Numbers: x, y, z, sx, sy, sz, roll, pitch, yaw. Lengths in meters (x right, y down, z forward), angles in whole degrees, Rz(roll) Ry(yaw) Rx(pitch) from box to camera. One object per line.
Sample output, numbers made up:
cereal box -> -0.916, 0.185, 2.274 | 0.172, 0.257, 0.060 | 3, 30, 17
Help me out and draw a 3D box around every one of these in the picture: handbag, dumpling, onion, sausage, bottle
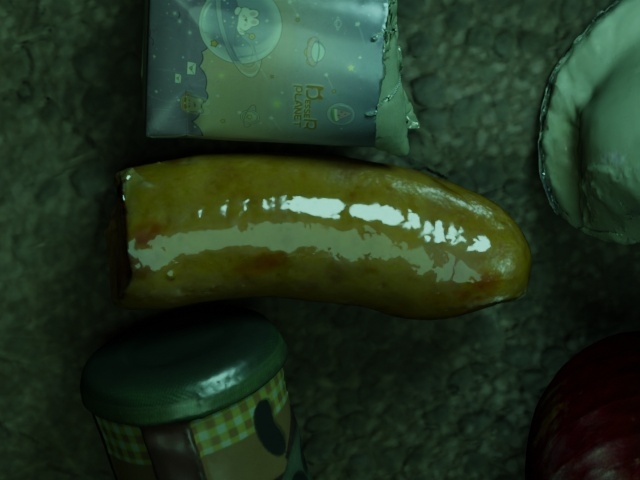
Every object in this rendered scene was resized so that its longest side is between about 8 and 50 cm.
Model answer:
handbag -> -0.021, -0.116, 1.082 | 0.173, 0.095, 0.117 | 5, 116, -1
dumpling -> 0.242, -0.089, 1.102 | 0.247, 0.142, 0.172 | -17, 86, 34
onion -> 0.234, 0.198, 1.156 | 0.273, 0.273, 0.285 | 34, 123, -19
sausage -> 0.000, 0.000, 1.120 | 0.270, 0.109, 0.109 | 5, 110, -9
bottle -> -0.062, 0.184, 1.167 | 0.156, 0.143, 0.271 | -31, 116, -38
